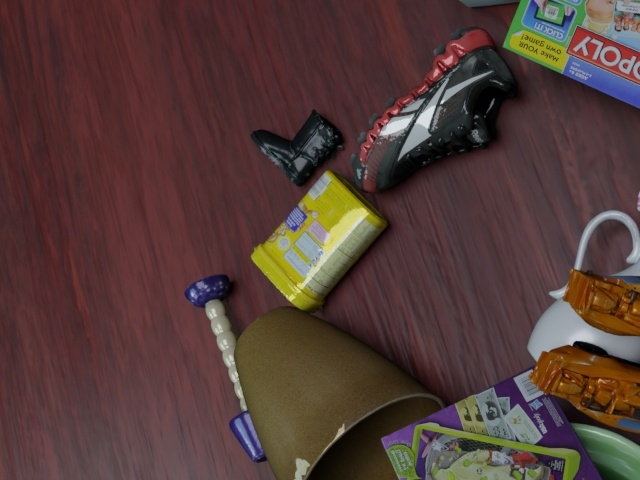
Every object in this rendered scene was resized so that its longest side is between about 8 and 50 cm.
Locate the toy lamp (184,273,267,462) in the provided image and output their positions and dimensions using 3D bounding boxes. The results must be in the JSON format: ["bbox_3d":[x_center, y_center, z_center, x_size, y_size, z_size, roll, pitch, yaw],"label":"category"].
[{"bbox_3d":[-0.122,0.186,1.686,0.080,0.080,0.275,-32,68,19],"label":"toy lamp"}]

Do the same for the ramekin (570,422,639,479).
[{"bbox_3d":[0.283,0.379,1.351,0.303,0.148,0.303,-10,53,13],"label":"ramekin"}]

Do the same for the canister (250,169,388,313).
[{"bbox_3d":[0.000,0.000,1.656,0.170,0.073,0.126,-49,64,11],"label":"canister"}]

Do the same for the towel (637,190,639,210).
[{"bbox_3d":[0.482,-0.119,1.451,0.144,0.029,0.197,12,87,28],"label":"towel"}]

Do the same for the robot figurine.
[{"bbox_3d":[0.398,0.142,1.338,0.291,0.085,0.211,16,102,-13],"label":"robot figurine"}]

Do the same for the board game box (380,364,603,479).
[{"bbox_3d":[0.224,0.322,1.288,0.208,0.056,0.347,-23,51,-2],"label":"board game box"}]

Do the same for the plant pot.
[{"bbox_3d":[-0.002,0.212,1.553,0.237,0.237,0.254,-52,53,11],"label":"plant pot"}]

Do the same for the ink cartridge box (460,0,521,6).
[{"bbox_3d":[0.344,-0.473,1.505,0.384,0.160,0.279,-2,82,26],"label":"ink cartridge box"}]

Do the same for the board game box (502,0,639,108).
[{"bbox_3d":[0.401,-0.265,1.386,0.317,0.046,0.213,26,121,13],"label":"board game box"}]

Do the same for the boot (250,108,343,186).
[{"bbox_3d":[-0.033,-0.149,1.713,0.121,0.045,0.099,46,105,18],"label":"boot"}]

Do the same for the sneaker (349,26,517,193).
[{"bbox_3d":[0.158,-0.154,1.584,0.276,0.097,0.135,-47,62,12],"label":"sneaker"}]

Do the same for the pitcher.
[{"bbox_3d":[0.344,0.080,1.439,0.207,0.125,0.178,-41,66,6],"label":"pitcher"}]
